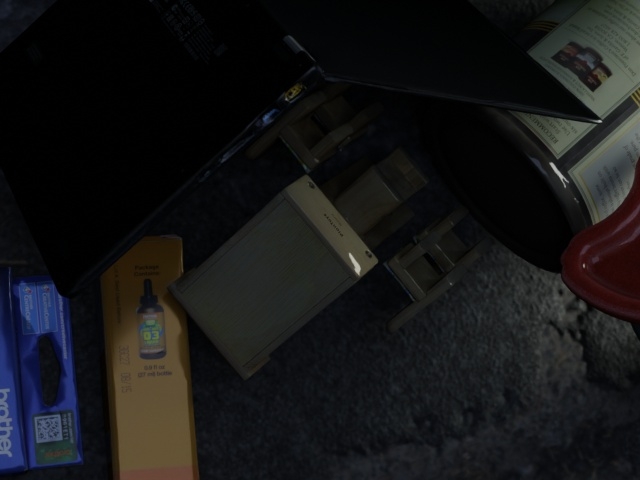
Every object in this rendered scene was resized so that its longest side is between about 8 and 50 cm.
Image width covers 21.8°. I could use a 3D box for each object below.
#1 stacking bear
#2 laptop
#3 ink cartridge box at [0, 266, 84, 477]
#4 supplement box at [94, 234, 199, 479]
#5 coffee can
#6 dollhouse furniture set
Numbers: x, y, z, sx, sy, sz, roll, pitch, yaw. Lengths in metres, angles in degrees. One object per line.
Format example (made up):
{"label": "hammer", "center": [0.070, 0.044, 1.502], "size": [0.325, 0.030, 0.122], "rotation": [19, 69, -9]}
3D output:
{"label": "stacking bear", "center": [0.359, 0.064, 1.505], "size": [0.164, 0.289, 0.175], "rotation": [35, 82, 38]}
{"label": "laptop", "center": [-0.051, -0.121, 1.448], "size": [0.408, 0.382, 0.236], "rotation": [-41, 127, 4]}
{"label": "ink cartridge box", "center": [-0.369, 0.124, 1.458], "size": [0.311, 0.065, 0.186], "rotation": [-4, 80, -13]}
{"label": "supplement box", "center": [-0.157, 0.116, 1.488], "size": [0.078, 0.080, 0.233], "rotation": [-2, 81, -12]}
{"label": "coffee can", "center": [0.262, -0.131, 1.550], "size": [0.275, 0.201, 0.201], "rotation": [-40, 88, -16]}
{"label": "dollhouse furniture set", "center": [0.000, 0.000, 1.503], "size": [0.212, 0.161, 0.242], "rotation": [50, 32, 2]}
